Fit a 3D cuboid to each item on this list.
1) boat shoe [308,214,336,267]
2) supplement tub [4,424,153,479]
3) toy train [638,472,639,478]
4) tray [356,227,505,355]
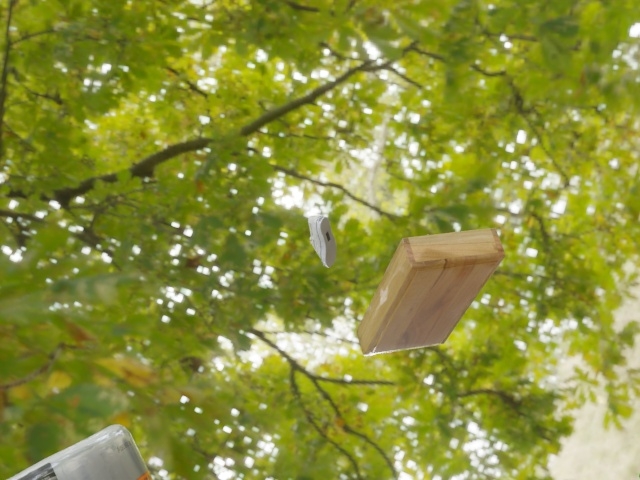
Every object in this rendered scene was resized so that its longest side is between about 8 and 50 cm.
[{"bbox_3d":[0.000,0.000,1.483,0.035,0.035,0.100,-47,-42,-35],"label":"boat shoe"},{"bbox_3d":[-0.275,0.430,1.161,0.207,0.207,0.338,-22,-96,-51],"label":"supplement tub"},{"bbox_3d":[0.313,0.189,0.788,0.083,0.023,0.017,-41,-69,-13],"label":"toy train"},{"bbox_3d":[0.224,0.121,1.922,0.202,0.076,0.411,-6,-29,-16],"label":"tray"}]
